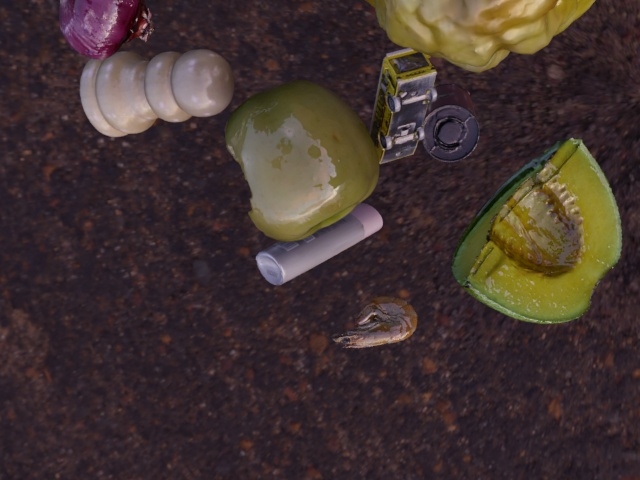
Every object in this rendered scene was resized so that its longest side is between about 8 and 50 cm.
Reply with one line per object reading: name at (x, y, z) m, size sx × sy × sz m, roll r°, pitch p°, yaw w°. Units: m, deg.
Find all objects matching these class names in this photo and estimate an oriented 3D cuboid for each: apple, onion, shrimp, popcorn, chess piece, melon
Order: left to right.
onion at (-0.219, -0.242, 0.863) m, size 0.104 × 0.115 × 0.115 m, roll 26°, pitch 112°, yaw -23°
chess piece at (-0.299, -0.287, 1.586) m, size 0.300 × 0.167 × 0.167 m, roll 1°, pitch 100°, yaw 33°
apple at (-0.033, -0.136, 1.408) m, size 0.279 × 0.279 × 0.279 m, roll 4°, pitch 101°, yaw 21°
shrimp at (0.065, 0.099, 1.018) m, size 0.108 × 0.023 × 0.059 m, roll -7°, pitch 81°, yaw -10°
popcorn at (0.148, -0.261, 0.718) m, size 0.252 × 0.286 × 0.215 m, roll 4°, pitch 111°, yaw 31°
melon at (0.296, 0.013, 1.136) m, size 0.169 × 0.129 × 0.265 m, roll 42°, pitch 72°, yaw -9°

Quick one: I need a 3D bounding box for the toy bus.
toy bus at (0.136, -0.216, 1.380) m, size 0.081 × 0.226 × 0.074 m, roll -17°, pitch 63°, yaw -11°

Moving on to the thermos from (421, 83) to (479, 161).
thermos at (0.252, -0.243, 1.702) m, size 0.109 × 0.330 × 0.136 m, roll 33°, pitch 111°, yaw -5°

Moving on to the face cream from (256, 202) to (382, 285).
face cream at (0.000, 0.000, 1.694) m, size 0.107 × 0.269 × 0.073 m, roll 23°, pitch 132°, yaw 44°
